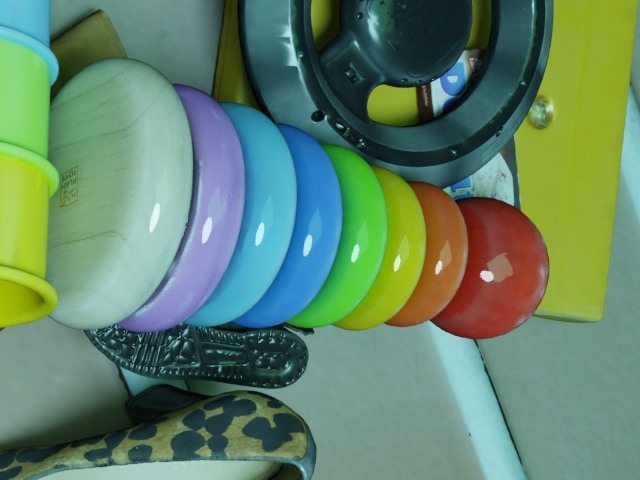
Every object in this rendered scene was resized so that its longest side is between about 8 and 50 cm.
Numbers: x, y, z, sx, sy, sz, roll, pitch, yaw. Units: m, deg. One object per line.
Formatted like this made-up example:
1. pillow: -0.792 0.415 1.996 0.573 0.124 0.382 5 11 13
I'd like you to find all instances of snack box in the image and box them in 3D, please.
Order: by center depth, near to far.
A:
1. snack box: 0.101 -0.038 0.960 0.064 0.022 0.178 -7 94 -28

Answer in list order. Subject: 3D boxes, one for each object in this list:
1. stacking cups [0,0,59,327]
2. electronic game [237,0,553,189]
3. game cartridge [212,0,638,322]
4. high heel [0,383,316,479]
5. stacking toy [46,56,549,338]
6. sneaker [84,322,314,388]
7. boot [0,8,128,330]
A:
1. stacking cups: -0.169 -0.118 0.736 0.096 0.096 0.316 14 67 -32
2. electronic game: 0.052 -0.141 0.893 0.229 0.048 0.229 -4 99 -29
3. game cartridge: 0.077 -0.101 0.989 0.324 0.053 0.285 10 84 -30
4. high heel: -0.128 0.164 0.771 0.261 0.186 0.093 -38 111 -27
5. stacking toy: 0.000 0.000 0.824 0.330 0.141 0.141 12 83 -39
6. sneaker: -0.072 0.054 0.873 0.170 0.089 0.051 15 98 -25
7. boot: -0.215 -0.060 0.775 0.280 0.096 0.264 -36 101 -32
